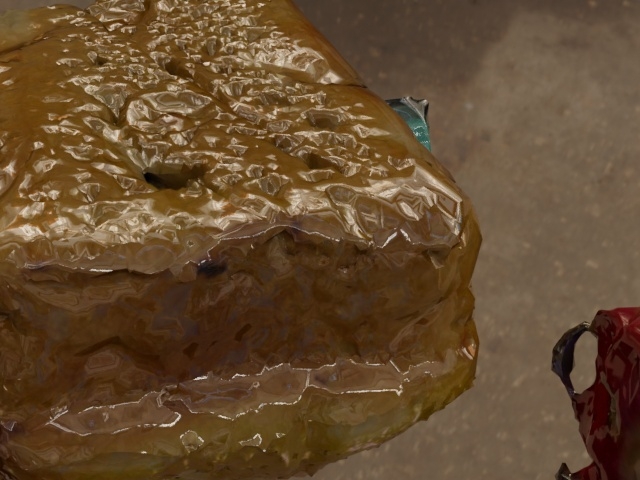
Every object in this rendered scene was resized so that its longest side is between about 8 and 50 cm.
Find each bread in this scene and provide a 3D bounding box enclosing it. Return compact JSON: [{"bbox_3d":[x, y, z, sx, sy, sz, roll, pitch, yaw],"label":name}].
[{"bbox_3d":[-0.073,-0.034,0.504,0.185,0.109,0.380,-8,27,-11],"label":"bread"}]

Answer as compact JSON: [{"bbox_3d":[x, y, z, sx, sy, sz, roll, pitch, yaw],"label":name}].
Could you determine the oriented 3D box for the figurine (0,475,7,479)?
[{"bbox_3d":[-0.203,0.193,1.012,0.143,0.068,0.101,8,78,-25],"label":"figurine"}]

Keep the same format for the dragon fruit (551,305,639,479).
[{"bbox_3d":[0.261,0.141,0.579,0.249,0.371,0.387,1,88,-30],"label":"dragon fruit"}]

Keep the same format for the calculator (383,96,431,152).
[{"bbox_3d":[0.000,0.000,1.174,0.274,0.058,0.248,-11,97,-21],"label":"calculator"}]
